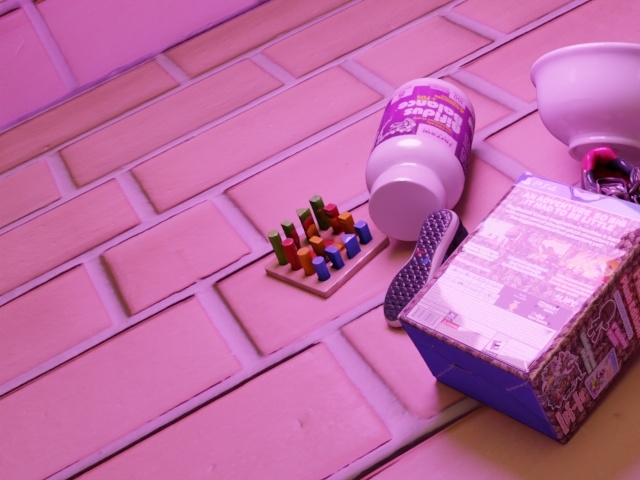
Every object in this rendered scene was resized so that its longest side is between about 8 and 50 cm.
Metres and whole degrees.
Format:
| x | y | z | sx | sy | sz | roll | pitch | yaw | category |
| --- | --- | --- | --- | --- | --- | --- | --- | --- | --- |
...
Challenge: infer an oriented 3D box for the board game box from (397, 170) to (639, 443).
| x | y | z | sx | sy | sz | roll | pitch | yaw | category |
| --- | --- | --- | --- | --- | --- | --- | --- | --- | --- |
| 0.293 | 0.078 | 1.312 | 0.291 | 0.141 | 0.232 | -47 | 40 | -17 | board game box |

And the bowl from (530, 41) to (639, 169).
| x | y | z | sx | sy | sz | roll | pitch | yaw | category |
| --- | --- | --- | --- | --- | --- | --- | --- | --- | --- |
| 0.473 | -0.195 | 1.580 | 0.298 | 0.298 | 0.134 | 4 | 77 | 34 | bowl |

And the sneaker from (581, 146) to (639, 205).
| x | y | z | sx | sy | sz | roll | pitch | yaw | category |
| --- | --- | --- | --- | --- | --- | --- | --- | --- | --- |
| 0.458 | -0.029 | 1.442 | 0.121 | 0.112 | 0.299 | -25 | 34 | -5 | sneaker |

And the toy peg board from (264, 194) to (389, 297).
| x | y | z | sx | sy | sz | roll | pitch | yaw | category |
| --- | --- | --- | --- | --- | --- | --- | --- | --- | --- |
| 0.000 | 0.000 | 1.689 | 0.161 | 0.079 | 0.160 | -41 | 38 | -26 | toy peg board |

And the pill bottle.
| x | y | z | sx | sy | sz | roll | pitch | yaw | category |
| --- | --- | --- | --- | --- | --- | --- | --- | --- | --- |
| 0.170 | -0.139 | 1.708 | 0.169 | 0.169 | 0.301 | -7 | 36 | 21 | pill bottle |

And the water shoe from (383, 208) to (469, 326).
| x | y | z | sx | sy | sz | roll | pitch | yaw | category |
| --- | --- | --- | --- | --- | --- | --- | --- | --- | --- |
| 0.172 | 0.053 | 1.529 | 0.073 | 0.080 | 0.203 | 17 | 74 | 48 | water shoe |
